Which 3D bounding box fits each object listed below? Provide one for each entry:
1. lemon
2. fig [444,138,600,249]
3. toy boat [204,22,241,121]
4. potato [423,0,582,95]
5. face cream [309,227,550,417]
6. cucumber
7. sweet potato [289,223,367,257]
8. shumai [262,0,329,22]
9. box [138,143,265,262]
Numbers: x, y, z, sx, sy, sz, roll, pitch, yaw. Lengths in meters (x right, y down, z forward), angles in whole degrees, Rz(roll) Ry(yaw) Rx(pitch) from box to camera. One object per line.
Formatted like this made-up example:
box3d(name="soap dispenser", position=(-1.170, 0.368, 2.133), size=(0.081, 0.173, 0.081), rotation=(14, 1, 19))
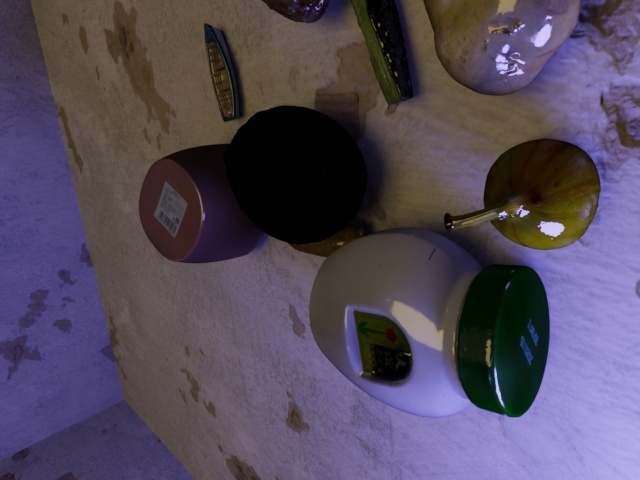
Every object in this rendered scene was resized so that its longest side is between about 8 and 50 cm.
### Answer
box3d(name="lemon", position=(-0.050, -0.129, 0.849), size=(0.320, 0.245, 0.246), rotation=(48, 135, 36))
box3d(name="fig", position=(0.269, -0.062, 0.570), size=(0.147, 0.186, 0.142), rotation=(20, 103, 33))
box3d(name="toy boat", position=(-0.238, -0.410, 1.094), size=(0.080, 0.045, 0.229), rotation=(-1, 104, 49))
box3d(name="potato", position=(0.207, -0.335, 0.563), size=(0.297, 0.141, 0.191), rotation=(65, 156, 5))
box3d(name="face cream", position=(0.160, 0.135, 0.739), size=(0.356, 0.219, 0.313), rotation=(0, 104, 44))
box3d(name="cucumber", position=(0.112, -0.333, 0.735), size=(0.078, 0.062, 0.212), rotation=(-157, 45, -81))
box3d(name="sweet potato", position=(0.000, 0.000, 0.982), size=(0.273, 0.075, 0.076), rotation=(2, 107, 52))
box3d(name="shumai", position=(-0.116, -0.530, 0.730), size=(0.217, 0.283, 0.347), rotation=(-16, 93, 48))
box3d(name="box", position=(-0.293, -0.085, 1.112), size=(0.300, 0.216, 0.302), rotation=(10, 108, 34))
